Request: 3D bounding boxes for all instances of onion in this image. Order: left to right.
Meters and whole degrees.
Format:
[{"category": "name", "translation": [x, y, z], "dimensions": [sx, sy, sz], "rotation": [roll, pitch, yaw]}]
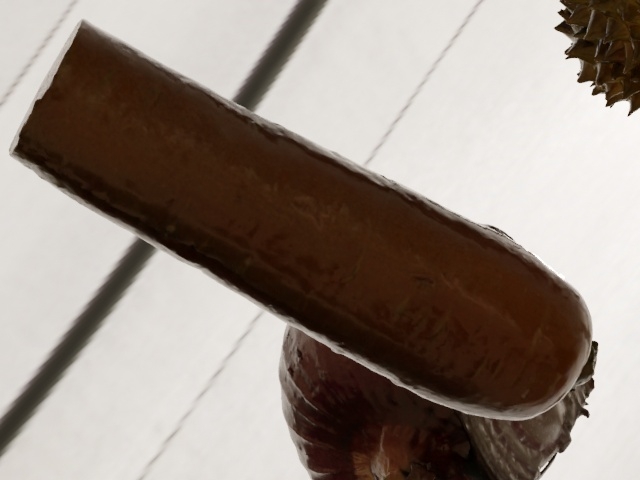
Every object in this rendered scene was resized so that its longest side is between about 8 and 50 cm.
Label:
[{"category": "onion", "translation": [0.074, 0.118, 1.459], "dimensions": [0.230, 0.272, 0.256], "rotation": [-17, -97, 43]}]

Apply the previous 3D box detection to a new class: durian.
[{"category": "durian", "translation": [0.216, -0.163, 1.147], "dimensions": [0.132, 0.165, 0.182], "rotation": [11, -98, 5]}]

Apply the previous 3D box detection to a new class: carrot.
[{"category": "carrot", "translation": [0.000, 0.000, 0.643], "dimensions": [0.225, 0.067, 0.067], "rotation": [29, -47, -9]}]
